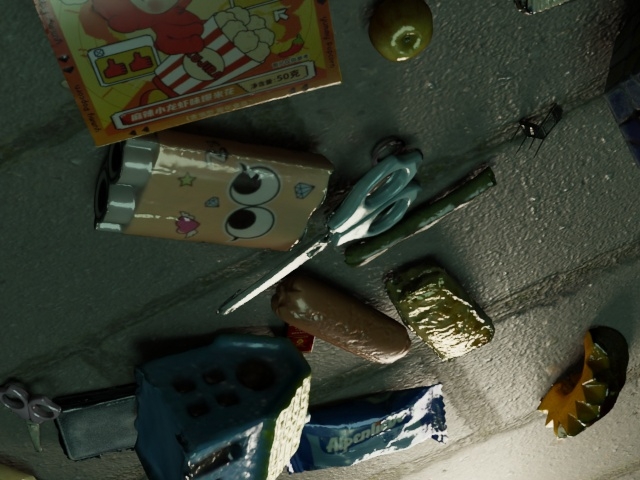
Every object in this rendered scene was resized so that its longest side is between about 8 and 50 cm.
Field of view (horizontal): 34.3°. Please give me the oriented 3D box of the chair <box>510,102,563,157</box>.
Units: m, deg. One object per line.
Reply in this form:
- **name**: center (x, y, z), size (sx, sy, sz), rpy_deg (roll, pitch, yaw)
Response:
- **chair**: center (0.312, -0.162, 1.506), size (0.086, 0.042, 0.037), rpy_deg (-53, 140, -13)

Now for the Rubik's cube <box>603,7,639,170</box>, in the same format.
- **Rubik's cube**: center (0.531, -0.211, 1.348), size (0.264, 0.319, 0.319), rpy_deg (-35, 143, -20)

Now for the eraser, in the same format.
- **eraser**: center (-0.147, -0.070, 1.407), size (0.291, 0.087, 0.171), rpy_deg (7, 132, -26)

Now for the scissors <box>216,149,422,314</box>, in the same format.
- **scissors**: center (-0.001, -0.001, 1.479), size (0.360, 0.029, 0.191), rpy_deg (-34, 158, -8)

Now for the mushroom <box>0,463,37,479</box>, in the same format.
- **mushroom**: center (-0.566, 0.447, 1.834), size (0.107, 0.087, 0.333), rpy_deg (-33, 140, 23)

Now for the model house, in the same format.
- **model house**: center (-0.147, 0.297, 1.714), size (0.303, 0.215, 0.237), rpy_deg (-22, 142, -30)

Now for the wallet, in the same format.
- **wallet**: center (-0.346, 0.309, 1.795), size (0.222, 0.036, 0.167), rpy_deg (-11, 137, -9)

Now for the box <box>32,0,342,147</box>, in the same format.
- **box**: center (-0.147, -0.280, 1.087), size (0.284, 0.213, 0.259), rpy_deg (-15, 137, -2)

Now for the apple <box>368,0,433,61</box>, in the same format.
- **apple**: center (0.102, -0.263, 1.292), size (0.084, 0.071, 0.084), rpy_deg (-11, 138, -10)

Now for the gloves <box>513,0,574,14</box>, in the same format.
- **gloves**: center (0.298, -0.410, 1.152), size (0.210, 0.135, 0.312), rpy_deg (-12, 137, 0)

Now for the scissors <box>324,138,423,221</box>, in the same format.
- **scissors**: center (0.070, -0.081, 1.518), size (0.176, 0.022, 0.085), rpy_deg (-42, 140, 22)

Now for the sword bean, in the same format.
- **sword bean**: center (0.152, -0.031, 1.589), size (0.269, 0.038, 0.043), rpy_deg (-31, 142, 17)

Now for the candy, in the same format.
- **candy**: center (0.079, 0.363, 1.969), size (0.331, 0.077, 0.187), rpy_deg (-15, 132, -4)

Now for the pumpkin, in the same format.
- **pumpkin**: center (0.541, 0.293, 2.003), size (0.149, 0.130, 0.254), rpy_deg (2, 134, -20)

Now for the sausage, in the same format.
- **sausage**: center (0.037, 0.132, 1.691), size (0.086, 0.086, 0.289), rpy_deg (-41, 134, 25)

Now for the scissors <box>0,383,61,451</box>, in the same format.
- **scissors**: center (-0.482, 0.303, 1.739), size (0.110, 0.021, 0.212), rpy_deg (16, 144, 4)

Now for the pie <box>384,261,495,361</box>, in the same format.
- **pie**: center (0.209, 0.131, 1.764), size (0.129, 0.068, 0.282), rpy_deg (-28, 142, 14)

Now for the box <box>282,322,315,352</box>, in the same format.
- **box**: center (-0.035, 0.157, 1.740), size (0.052, 0.023, 0.082), rpy_deg (-3, 137, -14)
